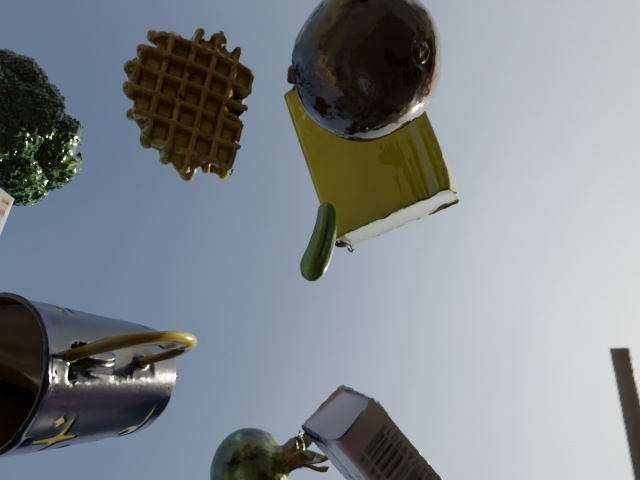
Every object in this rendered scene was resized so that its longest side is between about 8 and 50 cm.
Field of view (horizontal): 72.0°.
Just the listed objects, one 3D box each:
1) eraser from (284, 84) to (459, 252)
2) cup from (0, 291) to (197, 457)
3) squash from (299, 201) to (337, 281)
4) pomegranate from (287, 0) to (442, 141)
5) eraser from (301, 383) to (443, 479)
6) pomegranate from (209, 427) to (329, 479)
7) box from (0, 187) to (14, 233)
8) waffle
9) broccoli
[{"bbox_3d":[0.059,-0.120,0.543,0.069,0.158,0.226,12,-124,-63],"label":"eraser"},{"bbox_3d":[-0.289,0.185,0.572,0.256,0.254,0.179,44,-124,-65],"label":"cup"},{"bbox_3d":[0.001,0.000,0.415,0.027,0.027,0.089,35,-127,-23],"label":"squash"},{"bbox_3d":[0.035,-0.138,0.360,0.130,0.130,0.130,0,-90,-28],"label":"pomegranate"},{"bbox_3d":[0.109,0.334,0.596,0.086,0.130,0.287,-42,-85,-23],"label":"eraser"},{"bbox_3d":[-0.091,0.410,0.783,0.220,0.156,0.156,-7,-87,-9],"label":"pomegranate"},{"bbox_3d":[-0.456,-0.019,0.586,0.036,0.051,0.117,-4,-121,4],"label":"box"},{"bbox_3d":[-0.233,-0.273,0.855,0.283,0.065,0.310,-34,-79,-27],"label":"waffle"},{"bbox_3d":[-0.533,-0.191,0.737,0.269,0.270,0.270,-5,-63,-10],"label":"broccoli"}]
